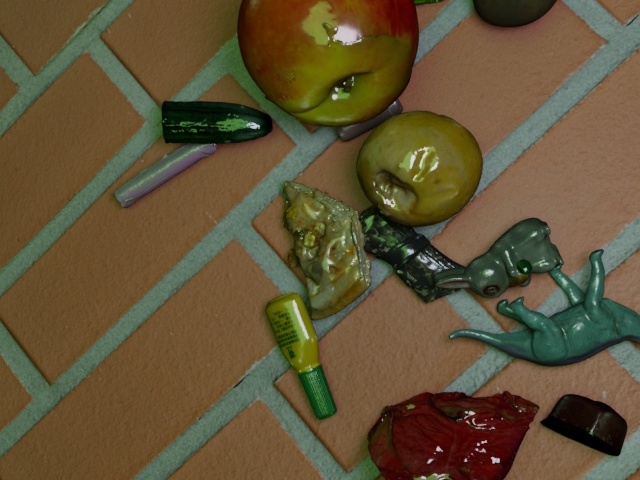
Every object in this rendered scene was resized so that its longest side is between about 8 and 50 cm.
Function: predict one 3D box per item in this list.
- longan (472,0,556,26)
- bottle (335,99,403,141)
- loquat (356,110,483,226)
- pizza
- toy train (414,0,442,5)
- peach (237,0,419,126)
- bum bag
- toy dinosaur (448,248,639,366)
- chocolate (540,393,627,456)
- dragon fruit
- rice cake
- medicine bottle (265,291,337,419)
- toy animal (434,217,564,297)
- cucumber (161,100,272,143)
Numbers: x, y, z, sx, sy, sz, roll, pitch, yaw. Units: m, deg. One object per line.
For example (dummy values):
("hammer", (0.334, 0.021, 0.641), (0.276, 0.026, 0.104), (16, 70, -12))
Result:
("longan", (0.373, -0.504, 1.508), (0.185, 0.159, 0.204), (-45, 40, 16))
("bottle", (0.099, -0.255, 1.600), (0.140, 0.053, 0.053), (-28, 80, 10))
("loquat", (0.192, -0.141, 1.483), (0.243, 0.244, 0.244), (-1, 85, 13))
("pizza", (0.000, 0.000, 1.572), (0.189, 0.071, 0.297), (-26, 73, 37))
("toy train", (0.188, -0.503, 1.604), (0.209, 0.044, 0.042), (-4, 84, 13))
("peach", (0.012, -0.401, 1.478), (0.370, 0.370, 0.370), (-1, 85, 13))
("bum bag", (0.174, 0.027, 1.551), (0.248, 0.069, 0.102), (40, 79, 12))
("toy dinosaur", (0.490, 0.216, 1.454), (0.383, 0.129, 0.331), (-33, 87, 10))
("chocolate", (0.490, 0.326, 1.432), (0.148, 0.125, 0.080), (22, 74, 18))
("dragon fruit", (0.262, 0.388, 1.473), (0.330, 0.240, 0.302), (-31, 49, -12))
("rice cake", (-0.337, -0.154, 1.699), (0.269, 0.049, 0.055), (-30, 93, 8))
("medicine bottle", (-0.034, 0.235, 1.584), (0.095, 0.064, 0.261), (-26, 83, 35))
("toy animal", (0.342, 0.049, 1.488), (0.236, 0.138, 0.108), (-32, 104, 19))
("cucumber", (-0.220, -0.259, 1.649), (0.243, 0.063, 0.115), (2, 45, 8))
